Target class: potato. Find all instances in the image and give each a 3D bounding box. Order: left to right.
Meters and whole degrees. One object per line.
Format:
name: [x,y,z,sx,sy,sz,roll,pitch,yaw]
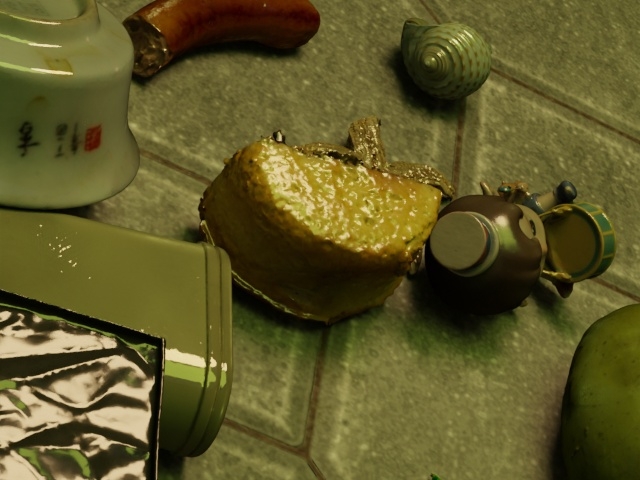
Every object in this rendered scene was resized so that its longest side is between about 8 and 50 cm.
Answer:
potato: [0.370,0.196,1.944,0.216,0.216,0.304,24,31,-14]

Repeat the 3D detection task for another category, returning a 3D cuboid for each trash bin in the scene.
trash bin: [-0.219,0.082,1.709,0.247,0.121,0.243,14,44,-19]

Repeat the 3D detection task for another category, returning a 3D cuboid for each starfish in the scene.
starfish: [0.059,-0.061,2.106,0.277,0.062,0.235,13,50,-31]

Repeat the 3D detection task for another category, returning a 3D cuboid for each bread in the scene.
bread: [0.003,0.003,1.912,0.261,0.160,0.147,18,47,-24]

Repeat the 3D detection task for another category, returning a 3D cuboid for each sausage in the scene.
sausage: [-0.127,-0.266,2.148,0.302,0.076,0.103,-19,71,-43]

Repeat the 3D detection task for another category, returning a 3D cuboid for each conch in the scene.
conch: [0.160,-0.240,2.306,0.135,0.102,0.153,34,5,15]

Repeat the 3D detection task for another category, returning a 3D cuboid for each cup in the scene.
cup: [-0.329,-0.191,1.790,0.347,0.163,0.347,18,26,-9]

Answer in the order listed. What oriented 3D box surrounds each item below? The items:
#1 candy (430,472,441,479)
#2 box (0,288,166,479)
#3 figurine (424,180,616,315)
candy: [0.122,0.312,1.784,0.102,0.032,0.178,42,38,2]
box: [-0.319,0.182,1.463,0.345,0.204,0.251,19,42,-19]
figurine: [0.217,0.010,2.049,0.275,0.158,0.161,-16,105,-48]
